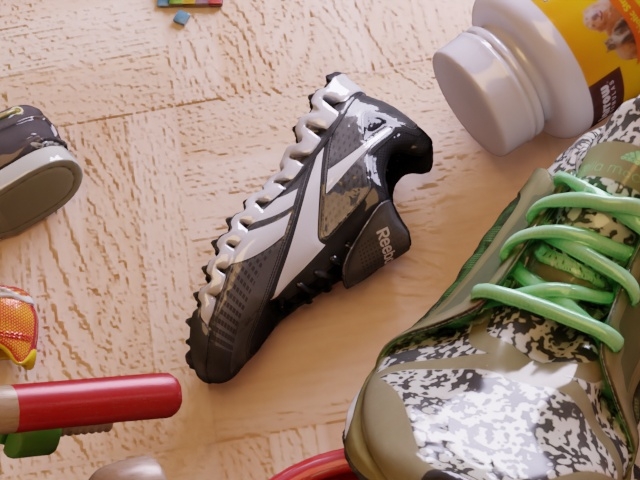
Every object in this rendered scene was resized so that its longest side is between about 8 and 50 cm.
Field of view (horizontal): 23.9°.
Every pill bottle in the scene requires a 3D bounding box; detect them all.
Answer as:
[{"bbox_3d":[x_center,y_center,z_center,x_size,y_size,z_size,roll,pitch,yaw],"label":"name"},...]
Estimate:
[{"bbox_3d":[0.184,-0.148,1.012,0.215,0.117,0.117,-34,68,-9],"label":"pill bottle"}]

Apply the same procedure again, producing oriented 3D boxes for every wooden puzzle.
[{"bbox_3d":[-0.095,-0.196,1.122,0.049,0.006,0.083,1,67,6],"label":"wooden puzzle"}]

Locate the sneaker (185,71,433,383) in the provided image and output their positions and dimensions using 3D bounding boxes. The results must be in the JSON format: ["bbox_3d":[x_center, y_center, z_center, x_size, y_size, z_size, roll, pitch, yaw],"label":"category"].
[{"bbox_3d":[0.000,0.000,0.988,0.106,0.078,0.234,24,69,18],"label":"sneaker"}]

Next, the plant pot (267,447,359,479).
[{"bbox_3d":[0.034,0.225,0.833,0.191,0.174,0.191,-2,66,4],"label":"plant pot"}]

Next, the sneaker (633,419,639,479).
[{"bbox_3d":[0.216,0.203,0.864,0.153,0.099,0.282,9,61,4],"label":"sneaker"}]

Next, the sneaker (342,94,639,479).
[{"bbox_3d":[0.135,0.011,0.810,0.158,0.182,0.410,20,31,16],"label":"sneaker"}]

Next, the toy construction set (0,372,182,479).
[{"bbox_3d":[-0.190,0.217,0.731,0.237,0.257,0.308,0,98,-36],"label":"toy construction set"}]

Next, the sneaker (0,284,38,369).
[{"bbox_3d":[-0.273,0.071,0.994,0.175,0.064,0.067,-8,76,5],"label":"sneaker"}]

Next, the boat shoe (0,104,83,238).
[{"bbox_3d":[-0.277,-0.017,1.026,0.228,0.081,0.068,-28,64,-14],"label":"boat shoe"}]
